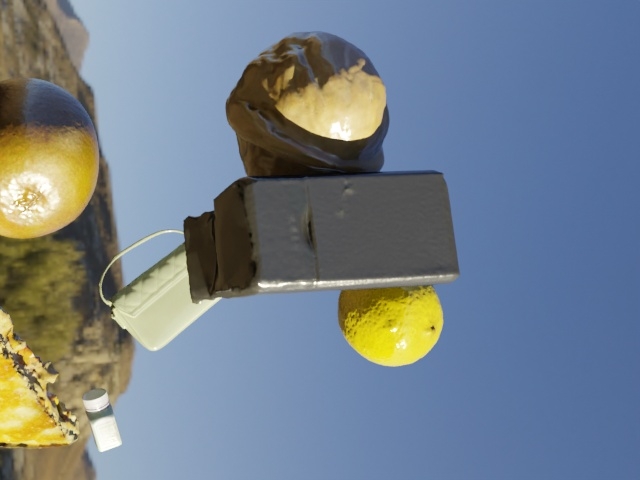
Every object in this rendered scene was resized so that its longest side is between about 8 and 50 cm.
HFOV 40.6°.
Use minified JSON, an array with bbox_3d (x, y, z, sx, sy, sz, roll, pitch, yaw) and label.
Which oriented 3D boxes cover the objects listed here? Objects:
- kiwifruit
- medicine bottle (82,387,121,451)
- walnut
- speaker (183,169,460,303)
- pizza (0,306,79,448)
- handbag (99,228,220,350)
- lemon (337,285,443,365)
[{"bbox_3d":[-0.399,-0.118,1.164,0.234,0.196,0.195,-119,-148,-42],"label":"kiwifruit"},{"bbox_3d":[-0.464,0.376,1.829,0.074,0.055,0.117,-149,-136,-64],"label":"medicine bottle"},{"bbox_3d":[-0.019,-0.194,1.430,0.296,0.285,0.285,-62,-147,27],"label":"walnut"},{"bbox_3d":[0.000,0.000,1.335,0.184,0.389,0.179,146,-61,-67],"label":"speaker"},{"bbox_3d":[-0.620,0.221,1.553,0.130,0.440,0.406,-102,-147,-48],"label":"pizza"},{"bbox_3d":[-0.349,0.095,1.893,0.219,0.256,0.079,53,-16,-9],"label":"handbag"},{"bbox_3d":[0.116,0.125,1.499,0.203,0.178,0.178,25,-62,44],"label":"lemon"}]
